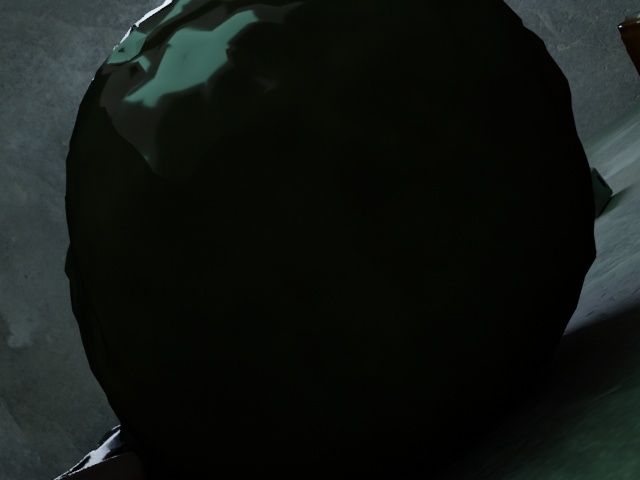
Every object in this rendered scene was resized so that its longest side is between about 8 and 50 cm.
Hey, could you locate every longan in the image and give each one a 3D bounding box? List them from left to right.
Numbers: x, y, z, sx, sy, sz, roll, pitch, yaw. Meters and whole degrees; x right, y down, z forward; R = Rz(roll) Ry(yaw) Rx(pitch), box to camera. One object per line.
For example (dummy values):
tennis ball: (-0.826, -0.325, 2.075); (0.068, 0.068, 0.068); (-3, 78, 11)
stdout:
longan: (0.009, -0.004, 0.683); (0.404, 0.404, 0.436); (-35, -28, -35)

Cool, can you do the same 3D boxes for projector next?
projector: (0.327, -0.036, 1.241); (0.147, 0.061, 0.115); (-38, -1, 32)

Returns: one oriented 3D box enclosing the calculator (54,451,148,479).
calculator: (-0.241, 0.292, 0.595); (0.329, 0.048, 0.220); (-26, -47, -43)

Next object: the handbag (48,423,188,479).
handbag: (-0.197, 0.237, 0.948); (0.285, 0.113, 0.257); (-40, -9, 11)

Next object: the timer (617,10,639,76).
timer: (0.349, -0.133, 0.556); (0.250, 0.161, 0.257); (-27, 2, 29)
